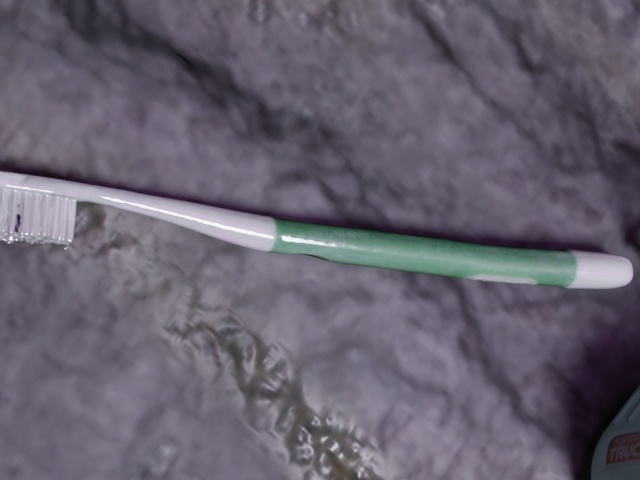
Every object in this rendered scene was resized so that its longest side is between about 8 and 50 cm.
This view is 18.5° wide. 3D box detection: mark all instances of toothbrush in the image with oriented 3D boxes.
[{"bbox_3d":[0.000,0.000,0.684,0.257,0.018,0.024,6,83,-26],"label":"toothbrush"}]

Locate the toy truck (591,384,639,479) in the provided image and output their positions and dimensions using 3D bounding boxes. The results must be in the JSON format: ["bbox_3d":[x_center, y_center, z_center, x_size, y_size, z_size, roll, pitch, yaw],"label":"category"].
[{"bbox_3d":[0.167,0.044,0.728,0.115,0.080,0.177,43,66,-9],"label":"toy truck"}]
